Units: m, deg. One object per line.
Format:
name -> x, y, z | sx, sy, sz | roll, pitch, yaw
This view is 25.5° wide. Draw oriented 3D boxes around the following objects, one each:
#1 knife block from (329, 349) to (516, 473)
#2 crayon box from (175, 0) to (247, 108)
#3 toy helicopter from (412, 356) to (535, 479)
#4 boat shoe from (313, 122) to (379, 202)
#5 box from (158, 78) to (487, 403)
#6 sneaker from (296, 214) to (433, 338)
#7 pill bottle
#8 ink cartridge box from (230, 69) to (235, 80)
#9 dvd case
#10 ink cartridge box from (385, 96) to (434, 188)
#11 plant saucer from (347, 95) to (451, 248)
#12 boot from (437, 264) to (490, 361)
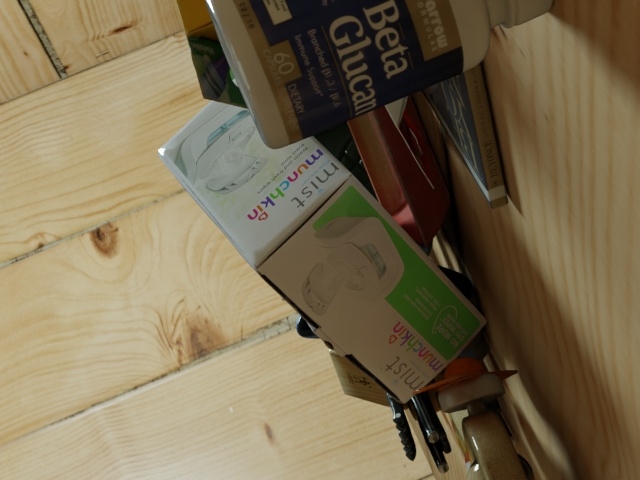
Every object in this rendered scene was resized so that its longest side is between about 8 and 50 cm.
knife block -> 0.148, 0.136, 1.682 | 0.276, 0.242, 0.088 | -58, -33, -33
crayon box -> -0.062, -0.272, 1.212 | 0.203, 0.083, 0.323 | 5, -113, -64
toy helicopter -> 0.155, 0.202, 1.373 | 0.355, 0.140, 0.235 | -107, -4, -78
boat shoe -> 0.031, -0.088, 1.764 | 0.120, 0.122, 0.324 | 60, -166, -67
box -> 0.000, 0.000, 1.361 | 0.262, 0.127, 0.231 | 45, 180, -41
sneaker -> 0.048, 0.046, 1.609 | 0.069, 0.209, 0.082 | 52, -146, 12
pill bottle -> 0.032, -0.122, 0.751 | 0.094, 0.169, 0.094 | 157, 90, -88
ink cartridge box -> -0.060, -0.340, 1.593 | 0.308, 0.091, 0.385 | 82, -170, -79
dvd case -> 0.087, -0.150, 1.052 | 0.221, 0.018, 0.164 | 70, 177, -46
ink cartridge box -> 0.063, -0.147, 1.175 | 0.179, 0.045, 0.145 | 57, -169, -19
plant saucer -> 0.060, -0.130, 1.435 | 0.258, 0.047, 0.259 | -135, 22, -82
boot -> 0.092, 0.060, 1.526 | 0.219, 0.082, 0.106 | 32, 161, 44
